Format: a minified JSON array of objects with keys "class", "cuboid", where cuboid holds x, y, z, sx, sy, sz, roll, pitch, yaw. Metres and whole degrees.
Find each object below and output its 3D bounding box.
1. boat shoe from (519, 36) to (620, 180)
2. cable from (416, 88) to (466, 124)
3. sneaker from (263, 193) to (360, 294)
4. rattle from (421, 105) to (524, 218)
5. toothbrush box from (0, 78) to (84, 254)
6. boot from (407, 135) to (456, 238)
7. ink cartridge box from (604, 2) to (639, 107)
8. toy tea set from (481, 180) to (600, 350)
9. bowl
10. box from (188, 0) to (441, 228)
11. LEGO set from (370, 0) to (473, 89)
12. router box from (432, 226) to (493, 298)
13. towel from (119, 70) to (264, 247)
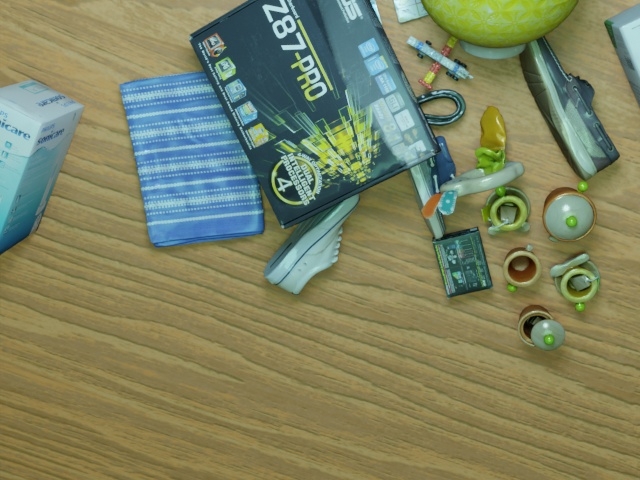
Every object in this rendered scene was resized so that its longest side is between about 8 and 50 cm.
[{"class":"boat shoe","cuboid":[0.444,-0.249,1.622,0.092,0.103,0.285,-28,98,2]},{"class":"cable","cuboid":[0.123,-0.230,1.705,0.287,0.072,0.139,-24,86,2]},{"class":"sneaker","cuboid":[0.000,0.000,1.769,0.091,0.094,0.258,34,114,-23]},{"class":"rattle","cuboid":[0.260,-0.139,1.639,0.200,0.130,0.142,-19,118,-13]},{"class":"toothbrush box","cuboid":[-0.587,-0.139,1.727,0.126,0.216,0.295,27,109,-2]},{"class":"boot","cuboid":[0.223,-0.099,1.712,0.086,0.069,0.190,-22,112,-3]},{"class":"ink cartridge box","cuboid":[0.580,-0.291,1.555,0.093,0.160,0.219,-25,103,14]},{"class":"toy tea set","cuboid":[0.428,0.049,1.697,0.200,0.124,0.336,-13,105,11]},{"class":"bowl","cuboid":[0.296,-0.399,1.520,0.290,0.289,0.156,3,130,7]},{"class":"box","cuboid":[-0.010,-0.262,1.625,0.318,0.097,0.394,-25,91,17]},{"class":"LEGO set","cuboid":[0.166,-0.357,1.631,0.244,0.060,0.182,-15,99,4]},{"class":"router box","cuboid":[0.276,0.043,1.761,0.092,0.038,0.122,-14,104,11]},{"class":"towel","cuboid":[-0.248,-0.157,1.770,0.243,0.040,0.335,-6,106,8]}]
